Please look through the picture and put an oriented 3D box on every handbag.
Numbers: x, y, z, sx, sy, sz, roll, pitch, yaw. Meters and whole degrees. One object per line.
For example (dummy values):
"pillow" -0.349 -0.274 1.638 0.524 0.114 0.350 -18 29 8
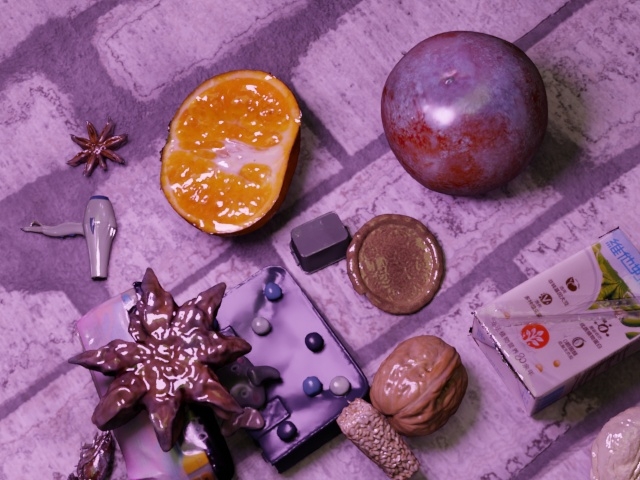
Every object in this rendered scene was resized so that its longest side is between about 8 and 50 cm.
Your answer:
"handbag" -0.093 0.232 1.848 0.269 0.118 0.326 -35 67 -9

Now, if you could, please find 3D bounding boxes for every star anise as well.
"star anise" -0.263 0.190 1.700 0.315 0.108 0.315 0 75 -1
"star anise" -0.454 -0.190 2.094 0.141 0.042 0.141 -2 69 6

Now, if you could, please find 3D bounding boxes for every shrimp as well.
"shrimp" -0.406 0.390 1.835 0.065 0.056 0.165 10 65 16

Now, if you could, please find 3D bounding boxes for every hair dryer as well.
"hair dryer" -0.489 0.012 2.012 0.199 0.067 0.167 -19 72 8

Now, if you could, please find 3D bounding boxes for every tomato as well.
"tomato" 0.273 -0.242 1.939 0.316 0.282 0.317 -5 72 15

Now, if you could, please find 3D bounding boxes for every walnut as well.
"walnut" 0.179 0.251 1.796 0.155 0.155 0.184 35 65 17

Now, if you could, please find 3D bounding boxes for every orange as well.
"orange" -0.163 -0.169 1.953 0.274 0.274 0.310 3 102 6

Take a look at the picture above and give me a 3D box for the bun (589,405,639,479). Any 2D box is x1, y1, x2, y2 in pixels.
"bun" 0.546 0.378 1.718 0.220 0.134 0.220 0 90 -12

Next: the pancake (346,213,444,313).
"pancake" 0.141 0.043 1.938 0.199 0.021 0.199 2 73 -7

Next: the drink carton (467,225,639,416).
"drink carton" 0.449 0.148 1.827 0.324 0.132 0.194 -29 67 -9

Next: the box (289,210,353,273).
"box" 0.000 0.000 1.961 0.122 0.069 0.084 -25 65 -6

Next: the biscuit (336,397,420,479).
"biscuit" 0.101 0.345 1.756 0.070 0.082 0.168 -43 113 -3

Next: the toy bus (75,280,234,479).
"toy bus" -0.299 0.282 1.820 0.162 0.171 0.386 -27 69 -1
